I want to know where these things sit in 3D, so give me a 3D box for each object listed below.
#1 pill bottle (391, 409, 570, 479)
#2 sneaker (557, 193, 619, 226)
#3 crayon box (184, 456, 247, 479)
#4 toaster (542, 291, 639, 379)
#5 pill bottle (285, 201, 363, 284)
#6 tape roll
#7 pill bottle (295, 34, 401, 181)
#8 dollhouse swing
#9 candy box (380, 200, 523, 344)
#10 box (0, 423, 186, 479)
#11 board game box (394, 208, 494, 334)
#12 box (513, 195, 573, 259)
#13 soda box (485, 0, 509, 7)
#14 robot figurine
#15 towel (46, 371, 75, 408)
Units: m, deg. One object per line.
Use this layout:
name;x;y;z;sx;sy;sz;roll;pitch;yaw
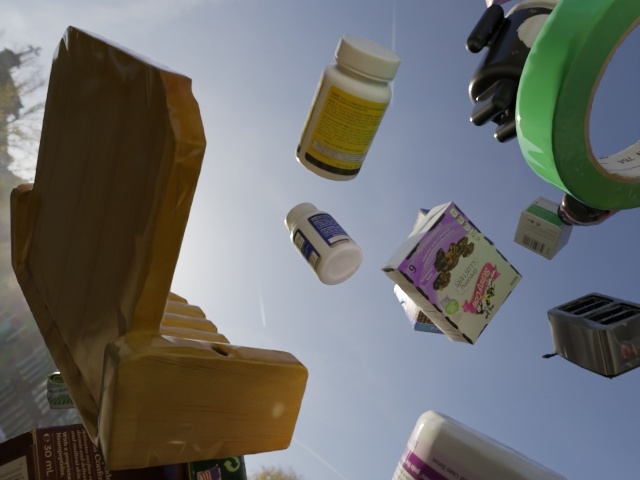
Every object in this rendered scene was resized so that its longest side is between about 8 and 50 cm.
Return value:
pill bottle;0.108;0.325;0.420;0.169;0.301;0.169;26;-10;5
sneaker;0.626;-0.109;1.019;0.097;0.276;0.135;62;-2;16
crayon box;-0.189;0.348;0.806;0.318;0.081;0.202;116;-36;-55
toaster;0.574;0.190;0.975;0.168;0.186;0.110;-156;-132;-78
pill bottle;0.000;0.000;1.064;0.186;0.112;0.112;51;-29;39
tape roll;0.410;-0.196;0.603;0.077;0.321;0.321;-120;-167;-56
pill bottle;0.044;-0.212;0.780;0.119;0.119;0.208;33;-56;15
dollhouse swing;-0.155;-0.001;0.534;0.347;0.305;0.315;34;8;40
candy box;0.236;0.059;0.854;0.196;0.165;0.070;44;-16;-9
box;-0.366;0.420;0.820;0.191;0.143;0.381;69;11;21
board game box;0.344;0.087;1.385;0.141;0.232;0.291;10;-69;-11
box;0.539;-0.031;1.149;0.101;0.087;0.102;35;-36;35
soda box;0.437;-0.631;1.092;0.092;0.263;0.083;-19;-88;11
robot figurine;0.385;-0.321;0.884;0.174;0.278;0.209;17;-19;42
towel;-0.419;0.307;0.976;0.325;0.248;0.038;-38;-130;53
